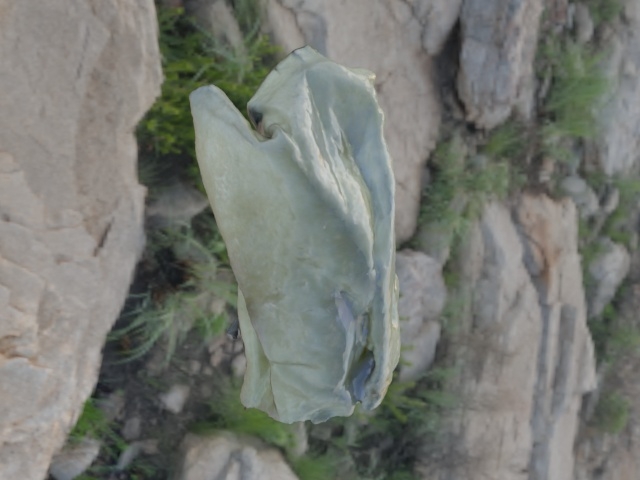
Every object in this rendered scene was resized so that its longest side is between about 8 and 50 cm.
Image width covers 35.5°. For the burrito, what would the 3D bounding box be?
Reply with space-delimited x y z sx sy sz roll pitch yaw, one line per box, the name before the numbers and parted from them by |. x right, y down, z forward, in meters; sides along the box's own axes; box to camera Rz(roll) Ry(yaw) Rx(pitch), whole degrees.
burrito | -0.002 0.002 0.901 0.190 0.135 0.332 -18 121 -20
